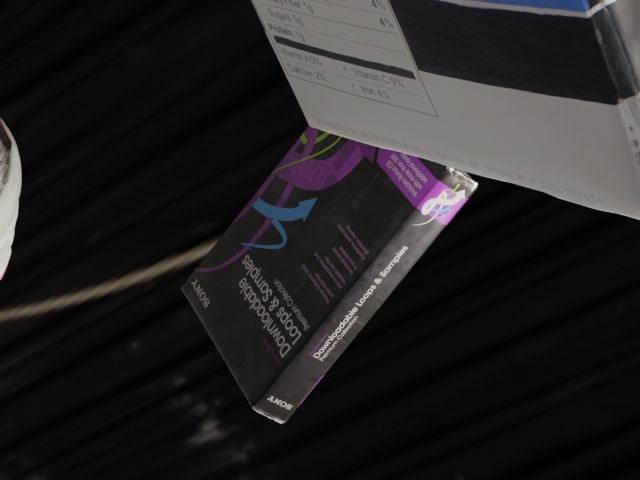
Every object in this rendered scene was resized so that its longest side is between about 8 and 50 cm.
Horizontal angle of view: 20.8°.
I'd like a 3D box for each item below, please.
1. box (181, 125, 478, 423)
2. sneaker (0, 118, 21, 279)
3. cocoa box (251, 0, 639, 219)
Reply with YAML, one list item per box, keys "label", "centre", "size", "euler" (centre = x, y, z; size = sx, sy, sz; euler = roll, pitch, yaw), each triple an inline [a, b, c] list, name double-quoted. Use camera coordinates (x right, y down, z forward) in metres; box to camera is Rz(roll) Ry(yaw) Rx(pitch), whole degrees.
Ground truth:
- label: "box"
  centre: [0.000, 0.000, 0.913]
  size: [0.029, 0.162, 0.116]
  euler: [27, 16, -37]
- label: "sneaker"
  centre: [-0.165, -0.037, 0.555]
  size: [0.252, 0.103, 0.111]
  euler: [-28, 131, -74]
- label: "cocoa box"
  centre: [0.135, -0.215, 0.724]
  size: [0.347, 0.231, 0.228]
  euler: [-41, 124, -23]
